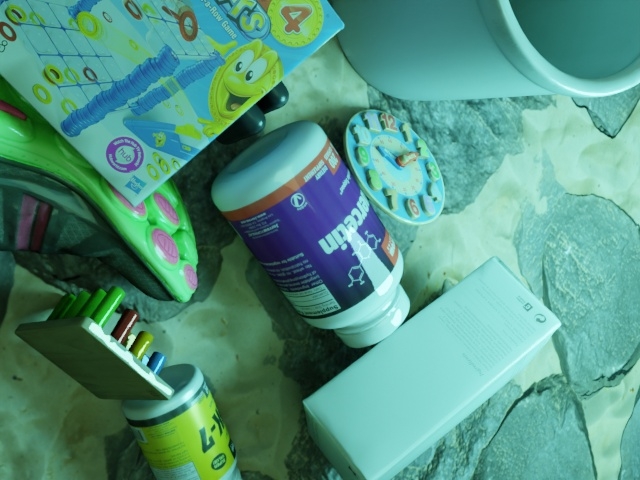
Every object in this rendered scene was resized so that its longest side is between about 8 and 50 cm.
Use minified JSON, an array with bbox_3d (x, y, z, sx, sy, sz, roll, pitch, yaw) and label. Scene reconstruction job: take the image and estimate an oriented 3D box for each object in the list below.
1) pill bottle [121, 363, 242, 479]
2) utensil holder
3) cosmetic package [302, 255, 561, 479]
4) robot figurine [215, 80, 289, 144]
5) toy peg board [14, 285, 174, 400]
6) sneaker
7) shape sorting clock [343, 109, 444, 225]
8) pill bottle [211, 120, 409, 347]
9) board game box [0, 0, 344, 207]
[{"bbox_3d":[-0.192,0.295,0.906,0.119,0.119,0.208,-26,109,-20],"label":"pill bottle"},{"bbox_3d":[0.228,-0.351,0.850,0.328,0.385,0.327,-5,100,-26],"label":"utensil holder"},{"bbox_3d":[0.168,0.223,0.994,0.385,0.156,0.217,-32,155,-18],"label":"cosmetic package"},{"bbox_3d":[-0.162,-0.258,0.795,0.173,0.209,0.278,-31,114,16],"label":"robot figurine"},{"bbox_3d":[-0.282,0.134,0.828,0.160,0.161,0.079,52,46,-32],"label":"toy peg board"},{"bbox_3d":[-0.346,-0.065,0.767,0.202,0.185,0.483,-33,127,24],"label":"sneaker"},{"bbox_3d":[0.120,-0.117,0.977,0.206,0.040,0.206,23,48,-27],"label":"shape sorting clock"},{"bbox_3d":[0.000,0.000,0.913,0.181,0.181,0.323,-41,113,-14],"label":"pill bottle"},{"bbox_3d":[-0.188,-0.248,0.656,0.302,0.086,0.308,-40,110,5],"label":"board game box"}]
